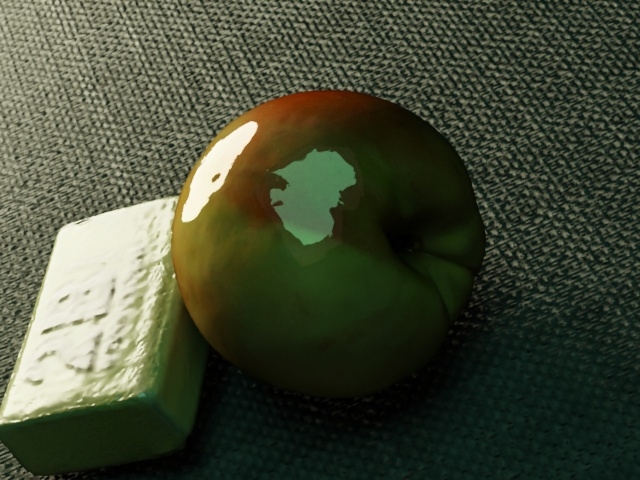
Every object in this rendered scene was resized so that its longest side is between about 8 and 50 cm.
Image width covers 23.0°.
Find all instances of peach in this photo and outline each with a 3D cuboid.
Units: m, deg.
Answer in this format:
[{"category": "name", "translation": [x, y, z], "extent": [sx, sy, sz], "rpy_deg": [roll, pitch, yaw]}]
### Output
[{"category": "peach", "translation": [0.000, 0.000, 0.914], "extent": [0.184, 0.184, 0.184], "rpy_deg": [-11, 46, 11]}]

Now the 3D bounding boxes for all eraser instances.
[{"category": "eraser", "translation": [-0.125, 0.055, 0.972], "extent": [0.117, 0.058, 0.172], "rpy_deg": [-14, 42, 24]}]
